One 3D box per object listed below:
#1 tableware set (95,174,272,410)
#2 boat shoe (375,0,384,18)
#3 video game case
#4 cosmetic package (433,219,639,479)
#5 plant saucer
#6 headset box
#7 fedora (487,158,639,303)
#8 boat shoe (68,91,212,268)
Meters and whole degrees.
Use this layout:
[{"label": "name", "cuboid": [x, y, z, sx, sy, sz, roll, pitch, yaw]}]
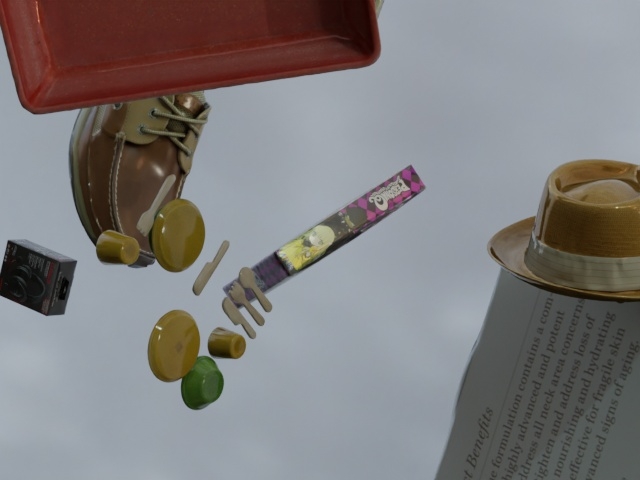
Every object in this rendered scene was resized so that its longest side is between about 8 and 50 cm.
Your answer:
[{"label": "tableware set", "cuboid": [-0.093, 0.039, 0.909, 0.024, 0.104, 0.154, 8, -33, 37]}, {"label": "boat shoe", "cuboid": [0.004, -0.269, 1.067, 0.095, 0.095, 0.258, 3, -93, 20]}, {"label": "video game case", "cuboid": [0.000, 0.000, 1.709, 0.042, 0.210, 0.232, 57, -23, 0]}, {"label": "cosmetic package", "cuboid": [0.368, 0.204, 1.286, 0.393, 0.327, 0.330, 24, -80, 44]}, {"label": "plant saucer", "cuboid": [-0.103, -0.230, 0.943, 0.259, 0.048, 0.259, -8, -67, 4]}, {"label": "headset box", "cuboid": [-0.298, 0.040, 1.471, 0.083, 0.032, 0.062, 21, -79, 28]}, {"label": "fedora", "cuboid": [0.227, -0.016, 1.111, 0.194, 0.194, 0.079, 11, -68, 20]}, {"label": "boat shoe", "cuboid": [-0.179, -0.135, 1.461, 0.120, 0.324, 0.122, -21, -32, 39]}]
